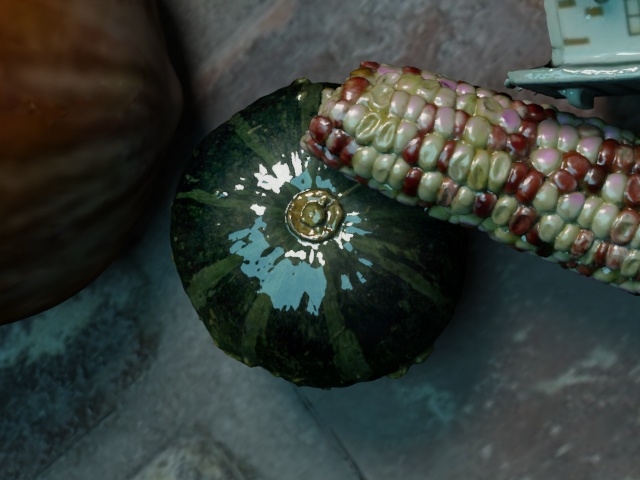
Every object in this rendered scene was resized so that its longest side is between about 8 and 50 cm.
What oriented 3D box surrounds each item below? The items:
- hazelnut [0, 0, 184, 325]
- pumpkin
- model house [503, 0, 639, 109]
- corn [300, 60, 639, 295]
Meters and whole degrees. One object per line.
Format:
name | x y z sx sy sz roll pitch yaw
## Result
hazelnut | -0.278 -0.098 0.869 0.372 0.315 0.372 0 115 0
pumpkin | -0.001 -0.001 0.808 0.190 0.146 0.190 -5 67 13
model house | 0.205 -0.179 0.647 0.224 0.198 0.215 -3 113 27
corn | 0.130 -0.034 0.719 0.280 0.092 0.092 20 106 -1
